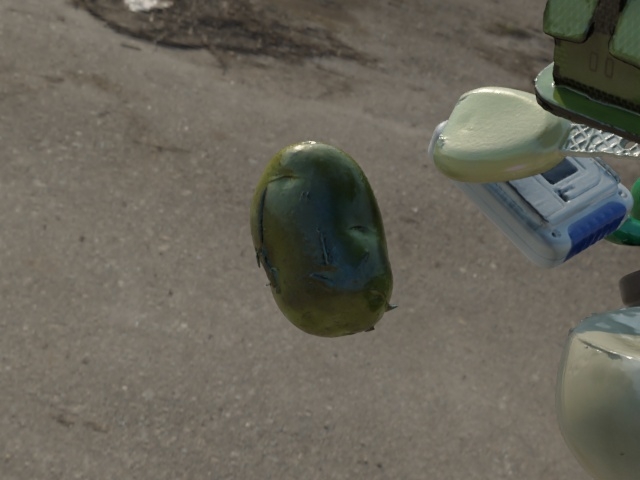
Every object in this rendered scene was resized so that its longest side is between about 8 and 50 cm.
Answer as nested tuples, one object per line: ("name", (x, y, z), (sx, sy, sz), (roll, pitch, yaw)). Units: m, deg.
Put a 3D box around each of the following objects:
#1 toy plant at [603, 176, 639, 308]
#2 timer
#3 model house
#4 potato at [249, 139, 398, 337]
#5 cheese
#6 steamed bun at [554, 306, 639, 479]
("toy plant", (0.534, 0.039, 1.348), (0.279, 0.185, 0.400), (1, 74, 5))
("timer", (0.286, -0.093, 1.213), (0.178, 0.078, 0.253), (-28, 62, -27))
("model house", (0.309, -0.246, 0.739), (0.218, 0.278, 0.205), (-38, 48, -27))
("potato", (0.000, 0.000, 1.101), (0.169, 0.248, 0.143), (-12, 5, -18))
("cheese", (0.248, -0.111, 0.975), (0.251, 0.054, 0.127), (9, 61, 41))
("steamed bun", (0.440, 0.203, 1.055), (0.324, 0.206, 0.324), (-3, 9, 0))
